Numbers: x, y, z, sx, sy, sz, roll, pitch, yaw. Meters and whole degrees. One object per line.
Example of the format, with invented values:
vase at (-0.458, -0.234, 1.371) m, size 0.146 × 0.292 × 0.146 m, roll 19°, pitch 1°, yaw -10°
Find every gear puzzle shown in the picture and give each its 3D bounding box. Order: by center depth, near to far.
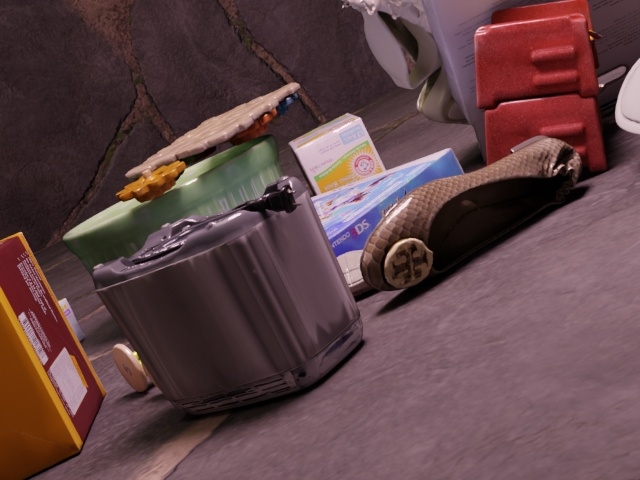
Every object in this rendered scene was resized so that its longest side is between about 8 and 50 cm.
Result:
gear puzzle at (-0.138, -0.111, 1.404) m, size 0.175 × 0.044 × 0.339 m, roll -19°, pitch 14°, yaw 27°

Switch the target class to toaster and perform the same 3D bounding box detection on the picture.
toaster at (-0.065, 0.046, 0.914) m, size 0.227 × 0.146 × 0.129 m, roll -20°, pitch 12°, yaw 39°

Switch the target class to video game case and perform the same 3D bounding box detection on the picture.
video game case at (0.000, 0.000, 1.268) m, size 0.244 × 0.061 × 0.269 m, roll -19°, pitch 12°, yaw 43°

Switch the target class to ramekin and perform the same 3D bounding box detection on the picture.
ramekin at (-0.167, -0.008, 1.488) m, size 0.303 × 0.148 × 0.303 m, roll -25°, pitch 9°, yaw 4°

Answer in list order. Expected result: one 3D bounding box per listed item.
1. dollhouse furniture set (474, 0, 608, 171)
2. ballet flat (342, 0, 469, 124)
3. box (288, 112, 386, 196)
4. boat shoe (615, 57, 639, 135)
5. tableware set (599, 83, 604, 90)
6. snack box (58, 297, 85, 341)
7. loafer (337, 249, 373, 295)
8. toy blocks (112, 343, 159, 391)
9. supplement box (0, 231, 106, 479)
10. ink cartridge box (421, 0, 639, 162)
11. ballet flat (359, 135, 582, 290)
dollhouse furniture set at (0.346, -0.169, 1.129) m, size 0.374 × 0.152 × 0.201 m, roll -5°, pitch 15°, yaw 17°
ballet flat at (0.144, -0.230, 1.426) m, size 0.147 × 0.409 × 0.147 m, roll -20°, pitch 51°, yaw 27°
box at (0.025, -0.124, 1.752) m, size 0.114 × 0.103 × 0.203 m, roll -26°, pitch 9°, yaw 1°
boat shoe at (0.364, -0.128, 0.914) m, size 0.302 × 0.091 × 0.114 m, roll -2°, pitch 69°, yaw 65°
tableware set at (0.292, -0.212, 1.587) m, size 0.194 × 0.128 × 0.039 m, roll 2°, pitch 70°, yaw 66°
snack box at (-0.446, 0.166, 1.527) m, size 0.207 × 0.070 × 0.174 m, roll -22°, pitch 9°, yaw 16°
loafer at (0.053, 0.028, 1.064) m, size 0.125 × 0.039 × 0.045 m, roll -26°, pitch 42°, yaw 19°
toy blocks at (-0.115, 0.088, 1.104) m, size 0.148 × 0.054 × 0.123 m, roll -31°, pitch 11°, yaw -29°
supplement box at (-0.312, 0.114, 1.068) m, size 0.129 × 0.191 × 0.194 m, roll -26°, pitch 8°, yaw 0°
ink cartridge box at (0.287, -0.281, 1.313) m, size 0.324 × 0.330 × 0.071 m, roll -26°, pitch 49°, yaw 1°
ballet flat at (0.142, -0.023, 1.007) m, size 0.250 × 0.084 × 0.058 m, roll -27°, pitch 40°, yaw -27°
